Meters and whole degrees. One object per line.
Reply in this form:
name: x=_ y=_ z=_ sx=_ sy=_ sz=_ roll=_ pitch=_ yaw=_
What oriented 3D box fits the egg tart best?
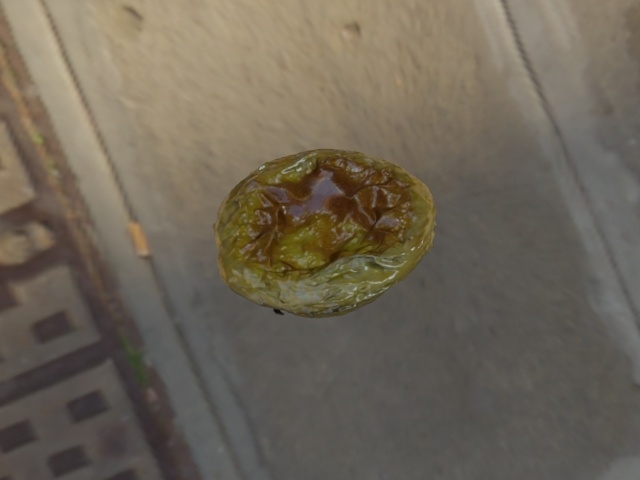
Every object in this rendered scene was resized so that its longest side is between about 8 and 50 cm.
egg tart: x=0.000 y=0.000 z=0.823 sx=0.130 sy=0.130 sz=0.052 roll=-7 pitch=132 yaw=4
